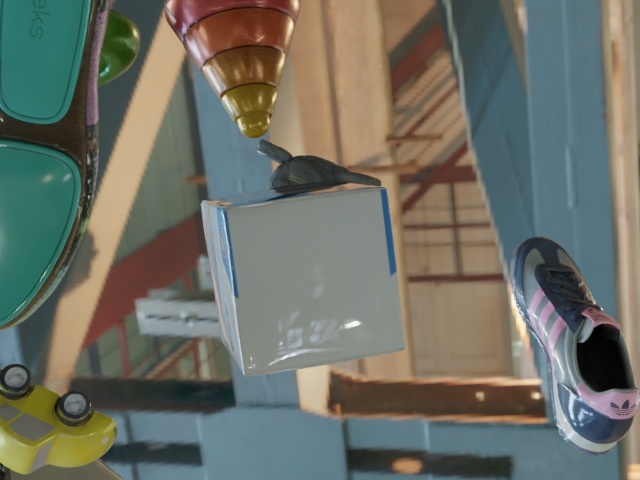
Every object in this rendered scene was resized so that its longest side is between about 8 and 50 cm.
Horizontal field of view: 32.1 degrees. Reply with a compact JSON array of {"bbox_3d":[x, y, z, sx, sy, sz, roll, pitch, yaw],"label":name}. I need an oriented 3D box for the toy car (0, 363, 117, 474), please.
[{"bbox_3d":[-0.270,0.078,0.714,0.239,0.225,0.053,4,-130,23],"label":"toy car"}]

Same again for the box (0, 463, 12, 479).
[{"bbox_3d":[-0.456,0.263,1.046,0.296,0.294,0.182,-31,149,15],"label":"box"}]

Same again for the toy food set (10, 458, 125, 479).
[{"bbox_3d":[-0.378,0.363,1.337,0.219,0.092,0.306,29,-122,36],"label":"toy food set"}]

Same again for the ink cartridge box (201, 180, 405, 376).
[{"bbox_3d":[-0.026,0.031,1.189,0.168,0.171,0.232,-9,-174,-11],"label":"ink cartridge box"}]

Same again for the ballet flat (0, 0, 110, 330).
[{"bbox_3d":[-0.145,-0.062,0.563,0.076,0.222,0.079,12,-159,-7],"label":"ballet flat"}]

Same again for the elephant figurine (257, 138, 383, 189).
[{"bbox_3d":[0.000,0.000,1.501,0.169,0.186,0.239,2,157,1],"label":"elephant figurine"}]

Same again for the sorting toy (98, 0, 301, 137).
[{"bbox_3d":[-0.186,-0.123,0.951,0.365,0.126,0.127,-11,165,0],"label":"sorting toy"}]

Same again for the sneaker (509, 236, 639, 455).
[{"bbox_3d":[0.337,0.105,1.430,0.112,0.131,0.319,-3,-126,-17],"label":"sneaker"}]
